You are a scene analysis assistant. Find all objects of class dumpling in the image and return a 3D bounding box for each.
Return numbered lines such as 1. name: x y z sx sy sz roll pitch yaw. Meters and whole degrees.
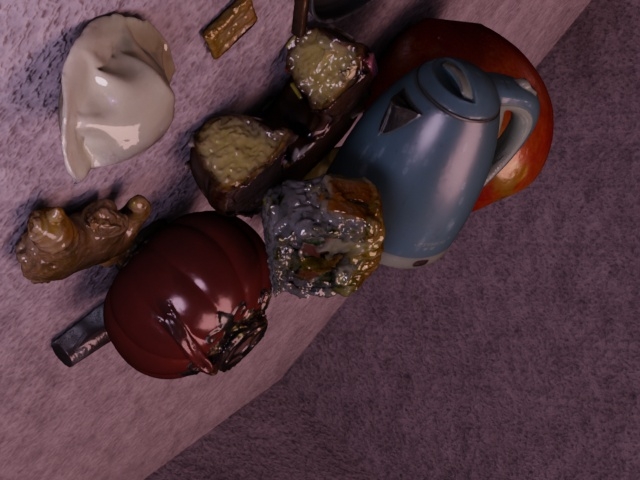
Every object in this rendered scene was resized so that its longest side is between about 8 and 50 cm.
1. dumpling: -0.229 -0.170 1.258 0.216 0.126 0.166 -27 134 -34

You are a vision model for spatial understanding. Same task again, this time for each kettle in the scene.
1. kettle: 0.201 -0.156 1.855 0.320 0.247 0.342 -7 144 -33

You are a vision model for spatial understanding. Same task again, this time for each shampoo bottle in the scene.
1. shampoo bottle: -0.374 0.141 1.976 0.208 0.063 0.057 -37 156 -32

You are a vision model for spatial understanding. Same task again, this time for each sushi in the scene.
1. sushi: 0.000 0.000 1.746 0.184 0.139 0.274 0 145 -8

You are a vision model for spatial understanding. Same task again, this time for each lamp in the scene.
1. lamp: -0.214 0.092 1.859 0.303 0.257 0.303 -44 167 -13

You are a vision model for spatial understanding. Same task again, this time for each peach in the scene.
1. peach: 0.251 -0.240 2.141 0.388 0.388 0.388 -43 169 -11

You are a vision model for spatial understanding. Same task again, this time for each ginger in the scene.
1. ginger: -0.324 -0.002 1.570 0.166 0.080 0.333 -36 169 16

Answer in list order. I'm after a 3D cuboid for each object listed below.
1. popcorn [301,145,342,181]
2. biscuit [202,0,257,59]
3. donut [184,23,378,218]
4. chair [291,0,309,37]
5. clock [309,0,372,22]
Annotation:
1. popcorn: 0.023 -0.070 2.301 0.286 0.215 0.252 -55 -171 20
2. biscuit: -0.118 -0.280 1.476 0.083 0.018 0.081 -45 169 -4
3. donut: -0.058 -0.181 1.775 0.345 0.136 0.259 -44 171 -5
4. chair: -0.013 -0.367 1.203 0.186 0.160 0.319 -38 169 -8
5. clock: 0.082 -0.437 1.527 0.319 0.066 0.319 -43 168 -11
